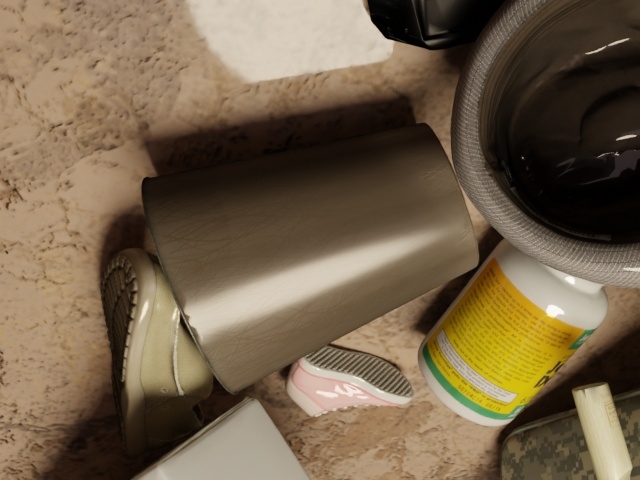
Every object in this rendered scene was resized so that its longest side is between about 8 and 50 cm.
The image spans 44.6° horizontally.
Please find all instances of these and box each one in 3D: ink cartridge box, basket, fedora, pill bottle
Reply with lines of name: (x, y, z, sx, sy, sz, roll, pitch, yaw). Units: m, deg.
ink cartridge box: (-0.122, 0.320, 0.745, 0.307, 0.129, 0.223, -40, 82, 40)
basket: (0.000, 0.000, 0.641, 0.227, 0.154, 0.204, -21, 120, 1)
fedora: (0.236, -0.095, 0.562, 0.276, 0.124, 0.243, -32, 81, 19)
pill bottle: (0.192, 0.067, 0.736, 0.118, 0.117, 0.208, 20, 119, -22)

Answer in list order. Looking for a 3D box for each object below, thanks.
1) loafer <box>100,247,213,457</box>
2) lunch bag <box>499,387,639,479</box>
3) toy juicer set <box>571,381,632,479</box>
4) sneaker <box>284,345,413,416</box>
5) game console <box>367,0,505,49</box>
loafer: (-0.147, 0.102, 0.724, 0.092, 0.101, 0.268, -10, 142, -22)
lunch bag: (0.378, 0.288, 0.833, 0.256, 0.212, 0.305, 17, 147, -26)
toy juicer set: (0.332, 0.125, 0.631, 0.329, 0.089, 0.209, -33, 88, -19)
sneaker: (0.026, 0.154, 0.815, 0.134, 0.051, 0.070, 19, 122, -18)
game console: (0.200, -0.265, 0.544, 0.362, 0.044, 0.213, -12, 128, 0)
